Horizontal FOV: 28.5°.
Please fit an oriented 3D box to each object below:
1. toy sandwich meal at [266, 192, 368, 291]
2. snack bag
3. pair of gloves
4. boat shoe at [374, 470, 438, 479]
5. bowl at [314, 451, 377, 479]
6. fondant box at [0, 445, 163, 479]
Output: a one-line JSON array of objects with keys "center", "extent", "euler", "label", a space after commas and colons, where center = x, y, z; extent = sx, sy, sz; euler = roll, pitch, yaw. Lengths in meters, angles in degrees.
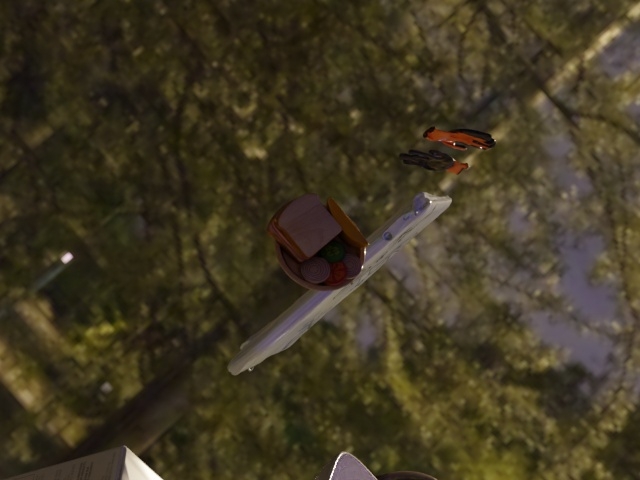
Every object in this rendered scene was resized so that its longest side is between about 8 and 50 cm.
[{"center": [0.000, 0.000, 1.024], "extent": [0.085, 0.085, 0.029], "euler": [47, -27, 7], "label": "toy sandwich meal"}, {"center": [0.024, 0.047, 1.577], "extent": [0.037, 0.323, 0.342], "euler": [50, 9, 5], "label": "snack bag"}, {"center": [0.119, -0.086, 1.184], "extent": [0.074, 0.010, 0.083], "euler": [9, -25, -25], "label": "pair of gloves"}, {"center": [0.103, 0.316, 1.315], "extent": [0.104, 0.111, 0.307], "euler": [-11, -30, 34], "label": "boat shoe"}, {"center": [0.030, 0.245, 0.940], "extent": [0.142, 0.053, 0.142], "euler": [49, 23, -12], "label": "bowl"}, {"center": [-0.297, 0.369, 1.453], "extent": [0.238, 0.330, 0.096], "euler": [52, 31, -38], "label": "fondant box"}]
